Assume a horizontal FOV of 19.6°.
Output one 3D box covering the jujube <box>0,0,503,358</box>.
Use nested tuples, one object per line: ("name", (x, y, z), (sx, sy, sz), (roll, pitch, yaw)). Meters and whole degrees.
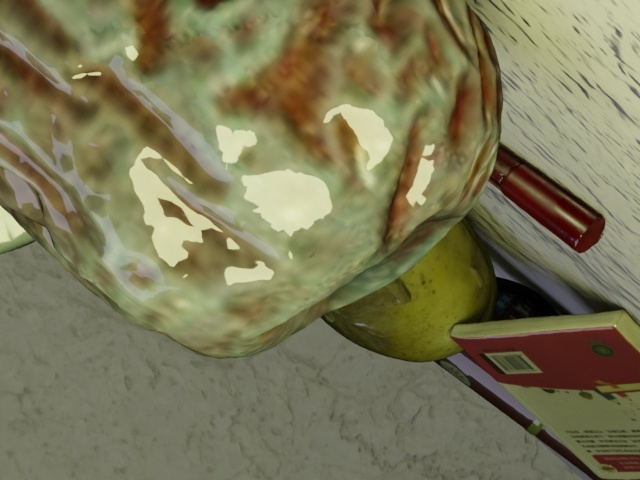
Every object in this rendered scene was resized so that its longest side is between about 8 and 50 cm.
("jujube", (-0.074, -0.098, 0.823), (0.317, 0.226, 0.226), (46, 177, 4))

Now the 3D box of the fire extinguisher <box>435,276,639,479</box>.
("fire extinguisher", (0.171, 0.097, 1.656), (0.341, 0.105, 0.141), (37, 177, 10))

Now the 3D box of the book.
("book", (0.229, 0.126, 1.462), (0.162, 0.022, 0.232), (-7, 142, 44))

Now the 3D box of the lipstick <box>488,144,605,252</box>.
("lipstick", (0.102, -0.052, 1.134), (0.176, 0.027, 0.027), (40, 177, 30))

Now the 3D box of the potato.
("potato", (0.046, 0.005, 1.500), (0.197, 0.149, 0.228), (31, 172, 24))

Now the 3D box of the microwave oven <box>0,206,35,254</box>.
("microwave oven", (-0.300, -0.159, 1.124), (0.218, 0.286, 0.355), (-142, 31, -70))
